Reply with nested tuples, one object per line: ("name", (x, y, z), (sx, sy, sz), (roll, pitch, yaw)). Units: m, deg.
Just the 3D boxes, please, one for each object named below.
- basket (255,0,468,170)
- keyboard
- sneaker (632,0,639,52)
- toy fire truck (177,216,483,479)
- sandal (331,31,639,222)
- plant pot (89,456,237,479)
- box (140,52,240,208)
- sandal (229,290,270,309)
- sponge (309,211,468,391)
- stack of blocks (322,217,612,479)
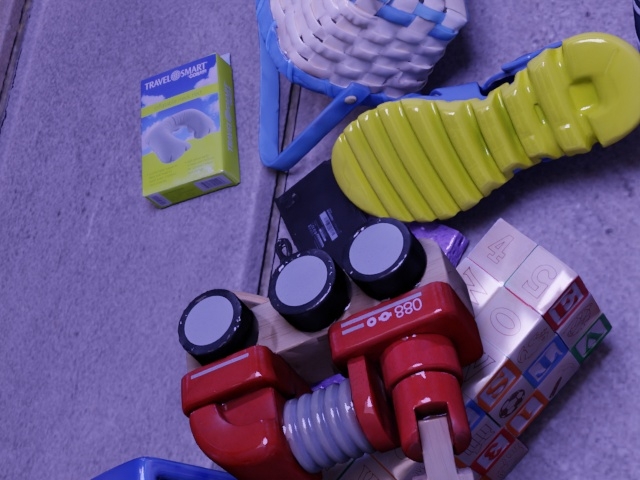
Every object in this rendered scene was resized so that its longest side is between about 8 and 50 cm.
("basket", (0.016, -0.235, 1.140), (0.289, 0.201, 0.255), (-30, 55, 46))
("keyboard", (0.000, 0.000, 1.107), (0.108, 0.023, 0.180), (-38, 41, 11))
("sneaker", (0.391, -0.287, 0.978), (0.282, 0.153, 0.099), (-42, 57, 5))
("toy fire truck", (0.025, 0.145, 0.791), (0.217, 0.158, 0.246), (-23, 49, 15))
("sandal", (0.161, -0.107, 1.043), (0.317, 0.138, 0.126), (-15, 101, 23))
("plant pot", (-0.152, 0.339, 0.946), (0.212, 0.236, 0.236), (-23, 60, 25))
("box", (-0.152, -0.135, 1.261), (0.109, 0.042, 0.178), (-16, 63, 20))
("sandal", (-0.018, 0.110, 1.018), (0.240, 0.088, 0.079), (11, 69, 27))
("sponge", (0.049, 0.069, 1.073), (0.117, 0.031, 0.210), (22, 81, 34))
("stack of blocks", (0.110, 0.146, 0.923), (0.297, 0.171, 0.087), (-49, 56, -1))
